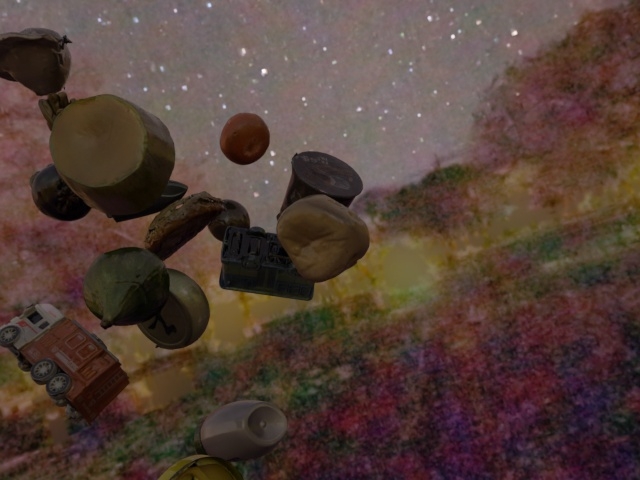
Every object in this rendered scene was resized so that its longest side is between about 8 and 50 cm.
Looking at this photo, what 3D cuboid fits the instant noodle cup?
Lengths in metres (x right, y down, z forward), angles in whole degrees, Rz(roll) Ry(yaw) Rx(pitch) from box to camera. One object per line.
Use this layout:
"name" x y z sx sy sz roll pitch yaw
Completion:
"instant noodle cup" -0.013 -0.117 1.744 0.217 0.217 0.207 -15 -38 -42

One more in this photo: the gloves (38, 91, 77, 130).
"gloves" -0.871 -0.400 2.184 0.141 0.331 0.154 -45 26 25

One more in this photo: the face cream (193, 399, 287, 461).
"face cream" -0.319 0.752 2.363 0.312 0.220 0.357 13 -31 -40

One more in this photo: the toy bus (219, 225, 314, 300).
"toy bus" -0.160 0.072 1.924 0.312 0.152 0.190 9 -38 -5

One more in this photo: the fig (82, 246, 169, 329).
"fig" -0.442 0.130 1.378 0.203 0.203 0.235 -18 28 -7

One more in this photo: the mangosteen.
"mangosteen" -0.931 -0.178 2.175 0.242 0.243 0.243 -19 -4 -1

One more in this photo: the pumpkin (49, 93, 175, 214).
"pumpkin" -0.594 -0.246 1.696 0.332 0.333 0.199 -19 -4 0

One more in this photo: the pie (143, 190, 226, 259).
"pie" -0.412 -0.045 1.786 0.308 0.085 0.308 -37 -8 -6

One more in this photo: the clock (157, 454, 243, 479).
"clock" -0.264 0.590 1.240 0.071 0.294 0.277 -4 29 37

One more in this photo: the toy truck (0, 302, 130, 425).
"toy truck" -0.747 0.340 1.753 0.207 0.387 0.173 -43 -31 -28

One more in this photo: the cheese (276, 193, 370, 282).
"cheese" 0.000 0.000 1.473 0.235 0.218 0.117 9 15 19

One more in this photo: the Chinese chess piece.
"Chinese chess piece" -0.411 0.191 1.645 0.237 0.238 0.092 -21 13 32

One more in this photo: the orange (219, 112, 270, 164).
"orange" -0.323 -0.431 2.535 0.224 0.224 0.170 -19 41 -24

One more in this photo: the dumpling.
"dumpling" -0.766 -0.494 1.601 0.204 0.164 0.293 25 -19 -14

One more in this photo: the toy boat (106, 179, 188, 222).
"toy boat" -0.646 -0.159 2.222 0.319 0.092 0.141 -13 -42 -3

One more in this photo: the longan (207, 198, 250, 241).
"longan" -0.391 -0.080 2.558 0.197 0.198 0.212 -19 38 0
